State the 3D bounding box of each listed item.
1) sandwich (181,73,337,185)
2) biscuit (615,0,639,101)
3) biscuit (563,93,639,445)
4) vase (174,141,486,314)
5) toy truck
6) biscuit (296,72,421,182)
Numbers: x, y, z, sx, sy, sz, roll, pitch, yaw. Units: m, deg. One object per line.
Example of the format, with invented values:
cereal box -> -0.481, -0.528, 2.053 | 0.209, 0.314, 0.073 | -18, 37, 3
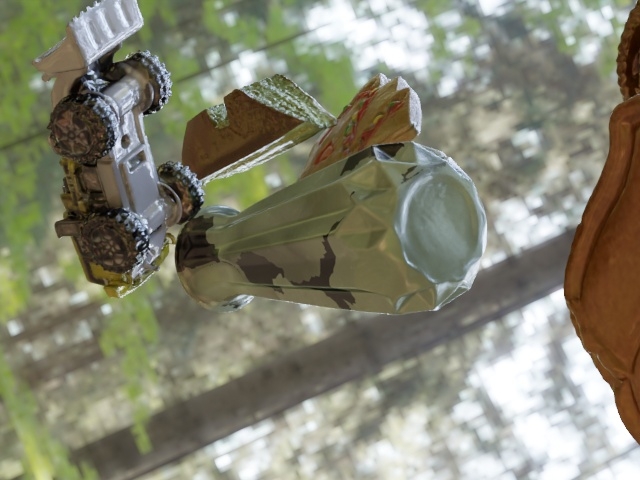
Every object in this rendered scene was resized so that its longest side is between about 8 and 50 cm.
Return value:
sandwich -> -0.086, -0.136, 2.058 | 0.244, 0.090, 0.088 | -22, -93, 48
biscuit -> 0.437, -0.215, 1.980 | 0.066, 0.220, 0.220 | 37, -35, 56
biscuit -> 0.373, 0.065, 1.418 | 0.350, 0.078, 0.455 | -41, -113, 31
vase -> 0.000, 0.000, 1.704 | 0.360, 0.165, 0.165 | -8, -75, 53
toy truck -> -0.198, -0.087, 1.606 | 0.111, 0.136, 0.286 | 4, -60, 27
biscuit -> 0.049, -0.127, 2.106 | 0.041, 0.212, 0.238 | 42, -20, -17
